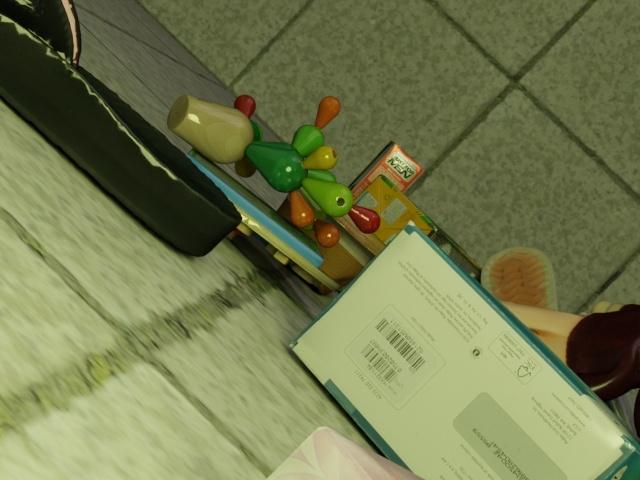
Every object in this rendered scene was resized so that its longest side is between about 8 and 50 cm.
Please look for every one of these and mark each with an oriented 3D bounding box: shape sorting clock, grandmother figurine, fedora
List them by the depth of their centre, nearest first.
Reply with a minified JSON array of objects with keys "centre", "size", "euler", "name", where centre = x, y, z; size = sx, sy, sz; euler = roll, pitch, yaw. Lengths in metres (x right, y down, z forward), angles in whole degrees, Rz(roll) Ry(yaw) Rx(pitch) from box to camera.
[{"centre":[-0.068,-0.019,1.071],"size":[0.206,0.040,0.206],"euler":[38,3,-3],"name":"shape sorting clock"},{"centre":[0.246,0.100,1.160],"size":[0.342,0.208,0.104],"euler":[0,-57,37],"name":"grandmother figurine"},{"centre":[0.000,0.000,1.252],"size":[0.194,0.079,0.194],"euler":[41,-1,0],"name":"fedora"}]

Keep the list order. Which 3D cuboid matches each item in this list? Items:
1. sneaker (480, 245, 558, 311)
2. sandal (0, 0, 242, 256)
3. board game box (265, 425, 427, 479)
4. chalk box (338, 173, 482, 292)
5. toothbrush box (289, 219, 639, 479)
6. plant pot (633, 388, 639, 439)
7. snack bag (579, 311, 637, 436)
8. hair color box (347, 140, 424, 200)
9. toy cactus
[{"centre":[0.222,0.144,1.337],"size":[0.302,0.108,0.121],"euler":[-77,157,-49],"name":"sneaker"},{"centre":[-0.208,-0.172,0.825],"size":[0.446,0.107,0.167],"euler":[42,5,-17],"name":"sandal"},{"centre":[0.140,0.233,0.448],"size":[0.318,0.066,0.318],"euler":[47,6,38],"name":"board game box"},{"centre":[0.112,0.047,1.473],"size":[0.213,0.132,0.132],"euler":[41,5,-44],"name":"chalk box"},{"centre":[0.136,0.134,0.925],"size":[0.216,0.126,0.295],"euler":[47,6,25],"name":"toothbrush box"},{"centre":[0.421,0.233,1.158],"size":[0.272,0.272,0.265],"euler":[41,23,-27],"name":"plant pot"},{"centre":[0.359,0.247,1.428],"size":[0.323,0.037,0.342],"euler":[20,53,-73],"name":"snack bag"},{"centre":[0.053,-0.047,1.572],"size":[0.053,0.167,0.093],"euler":[43,4,-5],"name":"hair color box"},{"centre":[-0.046,-0.083,1.096],"size":[0.180,0.112,0.219],"euler":[24,19,-35],"name":"toy cactus"}]
